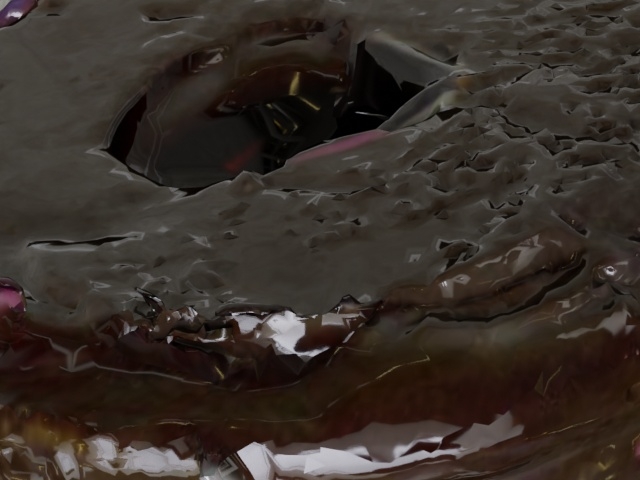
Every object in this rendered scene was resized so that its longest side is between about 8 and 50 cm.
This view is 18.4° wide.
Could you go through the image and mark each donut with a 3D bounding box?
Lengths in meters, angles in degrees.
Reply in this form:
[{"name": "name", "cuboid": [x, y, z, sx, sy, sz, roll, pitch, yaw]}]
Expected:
[{"name": "donut", "cuboid": [0.000, 0.000, 0.504, 0.270, 0.269, 0.103, -7, 118, 2]}]
